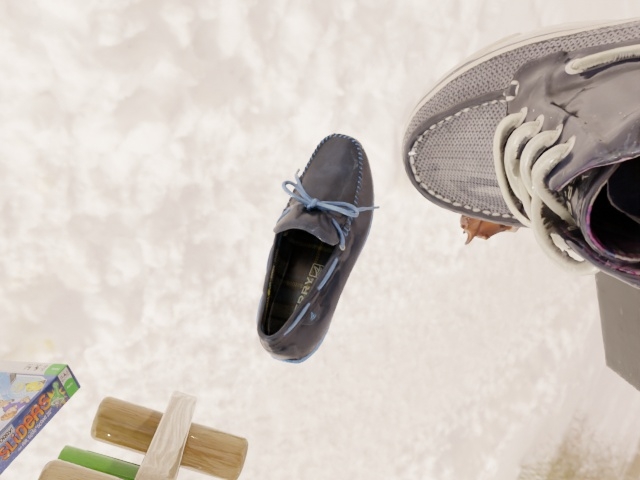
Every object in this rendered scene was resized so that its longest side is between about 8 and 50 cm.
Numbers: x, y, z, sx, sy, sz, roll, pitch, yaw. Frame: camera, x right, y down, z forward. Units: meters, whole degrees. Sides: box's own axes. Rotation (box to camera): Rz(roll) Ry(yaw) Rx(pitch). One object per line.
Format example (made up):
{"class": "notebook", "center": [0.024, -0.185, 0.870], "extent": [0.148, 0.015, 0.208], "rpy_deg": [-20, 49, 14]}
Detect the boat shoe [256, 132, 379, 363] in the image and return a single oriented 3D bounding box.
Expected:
{"class": "boat shoe", "center": [0.000, 0.000, 0.814], "extent": [0.089, 0.109, 0.258], "rpy_deg": [47, 50, -64]}

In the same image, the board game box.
{"class": "board game box", "center": [-0.369, 0.181, 0.803], "extent": [0.136, 0.201, 0.035], "rpy_deg": [-55, 134, -48]}

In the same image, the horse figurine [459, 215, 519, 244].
{"class": "horse figurine", "center": [0.208, -0.068, 0.656], "extent": [0.263, 0.174, 0.066], "rpy_deg": [61, 20, -75]}

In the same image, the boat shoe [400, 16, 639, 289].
{"class": "boat shoe", "center": [0.137, -0.047, 0.414], "extent": [0.158, 0.340, 0.127], "rpy_deg": [-36, 106, -35]}

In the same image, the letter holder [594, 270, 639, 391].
{"class": "letter holder", "center": [0.453, 0.096, 0.764], "extent": [0.214, 0.302, 0.152], "rpy_deg": [-18, 111, -8]}

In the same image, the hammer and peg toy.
{"class": "hammer and peg toy", "center": [-0.137, 0.250, 0.467], "extent": [0.361, 0.127, 0.266], "rpy_deg": [-173, -79, -84]}
